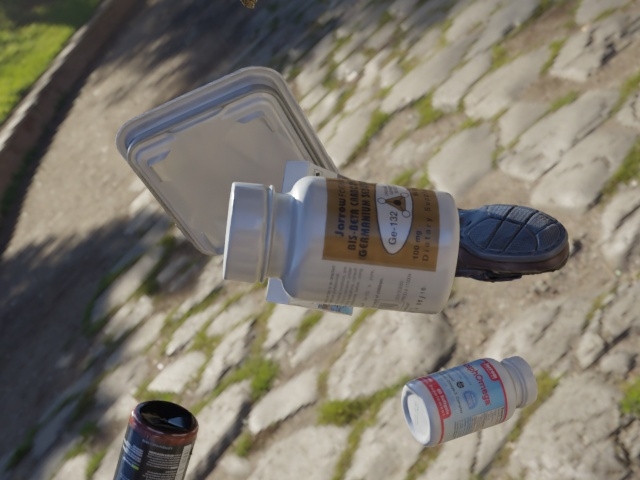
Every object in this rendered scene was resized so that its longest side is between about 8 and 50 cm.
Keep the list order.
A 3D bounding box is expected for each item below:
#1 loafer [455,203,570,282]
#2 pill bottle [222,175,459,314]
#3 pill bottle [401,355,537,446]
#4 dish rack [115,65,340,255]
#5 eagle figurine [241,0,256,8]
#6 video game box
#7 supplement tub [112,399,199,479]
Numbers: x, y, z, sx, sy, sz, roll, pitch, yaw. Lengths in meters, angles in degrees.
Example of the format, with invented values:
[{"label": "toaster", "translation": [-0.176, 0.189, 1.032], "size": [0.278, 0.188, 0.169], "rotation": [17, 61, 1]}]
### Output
[{"label": "loafer", "translation": [0.223, 0.010, 1.548], "size": [0.303, 0.095, 0.109], "rotation": [9, 46, 44]}, {"label": "pill bottle", "translation": [0.018, 0.002, 1.141], "size": [0.131, 0.229, 0.131], "rotation": [-174, 90, -84]}, {"label": "pill bottle", "translation": [0.190, 0.199, 1.404], "size": [0.160, 0.087, 0.087], "rotation": [-15, 9, -21]}, {"label": "dish rack", "translation": [-0.135, -0.103, 1.756], "size": [0.286, 0.333, 0.072], "rotation": [-22, 48, 9]}, {"label": "eagle figurine", "translation": [-0.027, -0.382, 1.188], "size": [0.298, 0.225, 0.226], "rotation": [-44, 13, 24]}, {"label": "video game box", "translation": [0.000, 0.000, 1.618], "size": [0.048, 0.187, 0.205], "rotation": [5, 84, 34]}, {"label": "supplement tub", "translation": [-0.254, 0.345, 1.653], "size": [0.106, 0.106, 0.197], "rotation": [-105, 31, -69]}]
